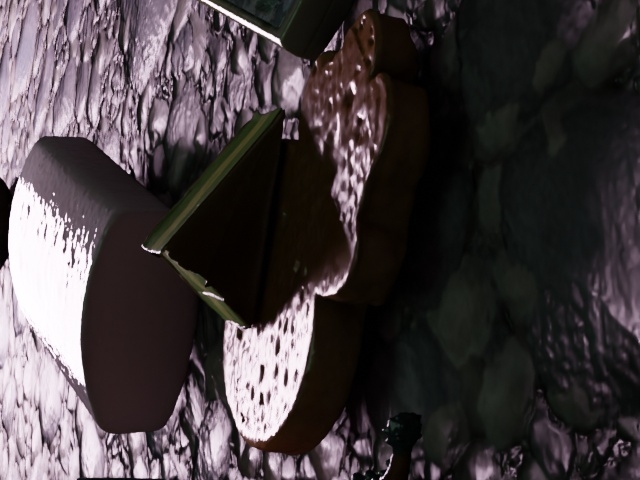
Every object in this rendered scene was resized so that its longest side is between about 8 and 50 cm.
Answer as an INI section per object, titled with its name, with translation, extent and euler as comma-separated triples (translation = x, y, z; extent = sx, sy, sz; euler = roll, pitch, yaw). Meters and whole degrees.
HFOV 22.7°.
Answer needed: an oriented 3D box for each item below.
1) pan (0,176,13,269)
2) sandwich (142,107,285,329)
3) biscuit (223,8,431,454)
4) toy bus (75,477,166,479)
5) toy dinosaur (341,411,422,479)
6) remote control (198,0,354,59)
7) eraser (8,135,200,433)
[pan]
translation = -0.389, -0.031, 1.825
extent = 0.202, 0.048, 0.128
euler = -134, 53, -58
[sandwich]
translation = -0.042, -0.015, 0.986
extent = 0.116, 0.074, 0.074
euler = -50, 16, -8
[biscuit]
translation = 0.001, 0.000, 0.922
extent = 0.202, 0.044, 0.288
euler = -102, 29, -46
[toy bus]
translation = -0.145, 0.263, 1.185
extent = 0.160, 0.079, 0.092
euler = -109, 32, -43
[toy dinosaur]
translation = 0.030, 0.146, 0.836
extent = 0.055, 0.049, 0.154
euler = -108, 26, -46
[remote control]
translation = -0.034, -0.183, 1.018
extent = 0.098, 0.038, 0.233
euler = -65, 28, 8
[eraser]
translation = -0.181, 0.026, 1.286
extent = 0.270, 0.095, 0.174
euler = -143, 56, -64
